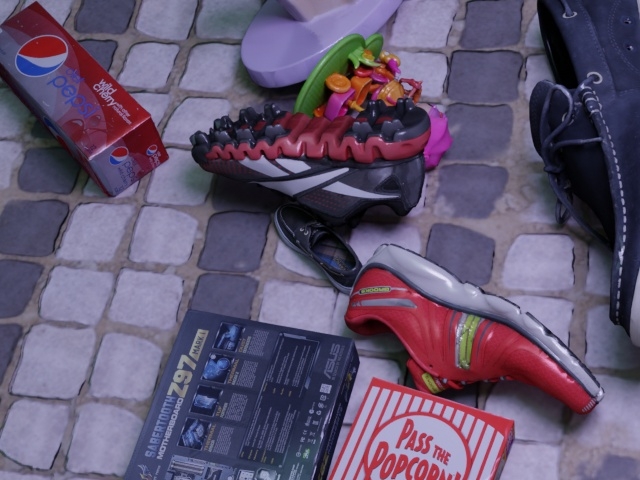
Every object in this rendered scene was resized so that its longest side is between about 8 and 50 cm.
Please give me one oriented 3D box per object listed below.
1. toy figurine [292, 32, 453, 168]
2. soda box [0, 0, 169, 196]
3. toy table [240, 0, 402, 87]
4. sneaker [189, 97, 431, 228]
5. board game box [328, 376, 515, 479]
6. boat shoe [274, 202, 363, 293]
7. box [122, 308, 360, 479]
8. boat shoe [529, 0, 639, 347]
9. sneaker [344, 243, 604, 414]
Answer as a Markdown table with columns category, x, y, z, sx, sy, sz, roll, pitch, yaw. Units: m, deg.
| category | x | y | z | sx | sy | sz | roll | pitch | yaw |
| --- | --- | --- | --- | --- | --- | --- | --- | --- | --- |
| toy figurine | 0.081 | -0.144 | 1.404 | 0.159 | 0.130 | 0.173 | 36 | 43 | 14 |
| soda box | -0.294 | -0.170 | 1.485 | 0.092 | 0.083 | 0.263 | -37 | 59 | -14 |
| toy table | -0.010 | -0.329 | 1.465 | 0.252 | 0.161 | 0.274 | 5 | 49 | 34 |
| sneaker | -0.011 | -0.075 | 1.336 | 0.276 | 0.135 | 0.098 | 1 | 28 | 22 |
| board game box | 0.083 | 0.238 | 1.166 | 0.146 | 0.045 | 0.194 | 15 | 60 | 19 |
| boat shoe | 0.000 | 0.000 | 1.343 | 0.049 | 0.040 | 0.142 | -38 | 59 | -15 |
| box | -0.079 | 0.191 | 1.219 | 0.183 | 0.059 | 0.233 | 9 | 59 | 15 |
| boat shoe | 0.294 | -0.097 | 1.275 | 0.155 | 0.187 | 0.500 | -3 | 50 | 10 |
| sneaker | 0.146 | 0.110 | 1.227 | 0.279 | 0.107 | 0.118 | 28 | 84 | 29 |
